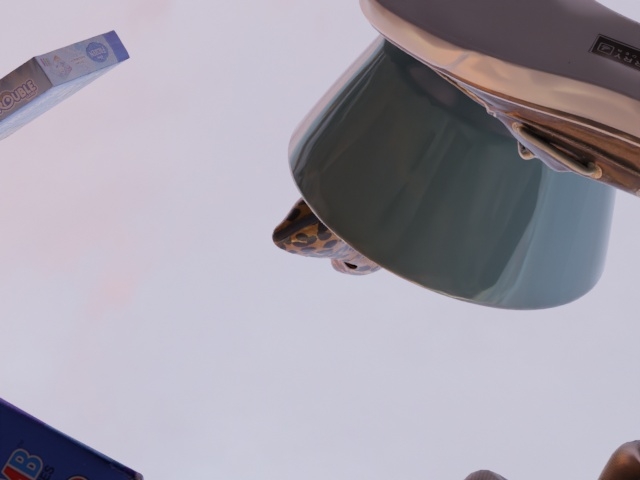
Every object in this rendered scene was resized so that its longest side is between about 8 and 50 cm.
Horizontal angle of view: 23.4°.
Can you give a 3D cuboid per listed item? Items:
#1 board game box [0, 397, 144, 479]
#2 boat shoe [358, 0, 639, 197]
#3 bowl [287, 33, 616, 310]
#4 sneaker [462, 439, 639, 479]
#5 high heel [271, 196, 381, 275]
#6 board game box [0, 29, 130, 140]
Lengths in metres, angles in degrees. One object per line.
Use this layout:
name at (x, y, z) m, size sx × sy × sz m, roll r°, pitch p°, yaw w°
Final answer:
board game box at (-0.235, 0.158, 0.410) m, size 0.233 × 0.078 × 0.347 m, roll 30°, pitch -103°, yaw 1°
boat shoe at (0.111, -0.062, 0.682) m, size 0.219 × 0.070 × 0.078 m, roll 27°, pitch -132°, yaw 18°
bowl at (0.142, -0.098, 1.363) m, size 0.311 × 0.312 × 0.163 m, roll 54°, pitch -46°, yaw 37°
sneaker at (0.151, 0.110, 0.492) m, size 0.121 × 0.263 × 0.099 m, roll -115°, pitch -142°, yaw -48°
high heel at (0.000, 0.000, 1.746) m, size 0.186 × 0.261 × 0.093 m, roll -20°, pitch -105°, yaw -24°
board game box at (-0.153, -0.072, 0.788) m, size 0.090 × 0.090 × 0.020 m, roll -29°, pitch -86°, yaw 24°
